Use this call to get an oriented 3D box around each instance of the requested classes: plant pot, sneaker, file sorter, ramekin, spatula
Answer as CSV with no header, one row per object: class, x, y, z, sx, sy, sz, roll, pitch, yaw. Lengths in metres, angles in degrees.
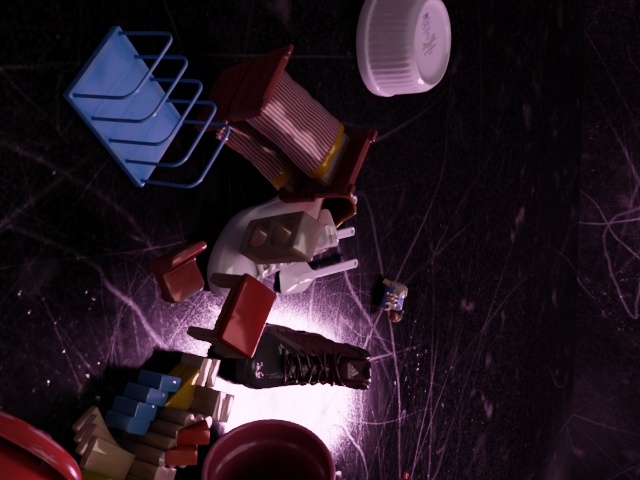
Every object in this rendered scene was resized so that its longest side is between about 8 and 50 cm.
plant pot,-0.080,0.409,1.346,0.201,0.201,0.180,-49,152,-42
sneaker,-0.051,-0.008,1.335,0.290,0.123,0.105,-43,133,-38
file sorter,-0.204,-0.161,1.066,0.118,0.105,0.170,-65,145,-27
sneaker,-0.005,0.199,1.426,0.281,0.163,0.106,3,95,-59
plant pot,-0.343,0.272,0.861,0.174,0.191,0.191,-63,145,-34
ramekin,0.162,-0.371,1.619,0.207,0.109,0.207,-21,115,-55
spatula,0.000,0.000,1.531,0.242,0.019,0.168,-13,102,-57

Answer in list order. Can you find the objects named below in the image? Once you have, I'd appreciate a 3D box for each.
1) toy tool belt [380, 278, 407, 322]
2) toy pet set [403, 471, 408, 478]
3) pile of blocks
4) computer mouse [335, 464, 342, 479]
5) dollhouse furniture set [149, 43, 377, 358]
toy tool belt,0.142,0.123,1.775,0.051,0.052,0.083,18,77,-27
toy pet set,0.197,0.608,1.957,0.122,0.065,0.114,-33,125,-51
pile of blocks,-0.225,0.268,1.127,0.362,0.113,0.148,-52,139,-40
computer mouse,-0.036,0.510,1.584,0.242,0.041,0.071,-50,139,-32
dollhouse furniture set,-0.088,-0.048,1.175,0.201,0.152,0.374,38,61,-34
